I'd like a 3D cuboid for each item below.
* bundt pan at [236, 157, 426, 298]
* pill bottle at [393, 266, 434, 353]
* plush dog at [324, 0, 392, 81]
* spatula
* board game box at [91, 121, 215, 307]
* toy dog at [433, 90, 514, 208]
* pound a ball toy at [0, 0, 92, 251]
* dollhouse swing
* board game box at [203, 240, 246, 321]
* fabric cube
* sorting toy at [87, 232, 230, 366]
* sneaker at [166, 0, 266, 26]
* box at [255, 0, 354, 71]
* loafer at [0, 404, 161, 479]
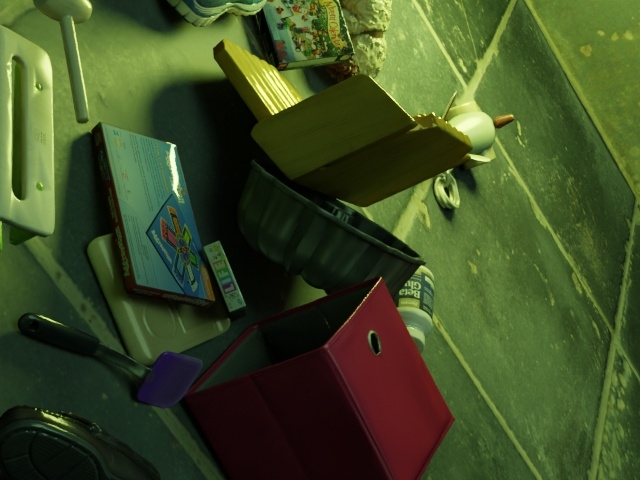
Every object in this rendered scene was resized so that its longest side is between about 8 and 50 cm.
[{"bbox_3d":[0.000,0.000,1.942,0.331,0.124,0.331,31,6,-4],"label":"bundt pan"},{"bbox_3d":[0.166,0.133,2.256,0.094,0.094,0.169,44,37,-34],"label":"pill bottle"},{"bbox_3d":[0.079,-0.431,2.445,0.262,0.210,0.225,-24,114,-60],"label":"plush dog"},{"bbox_3d":[-0.278,0.154,1.587,0.296,0.084,0.030,29,4,-38],"label":"spatula"},{"bbox_3d":[-0.243,-0.038,1.729,0.145,0.027,0.281,14,48,-43],"label":"board game box"},{"bbox_3d":[0.337,-0.238,2.718,0.220,0.161,0.334,57,31,-16],"label":"toy dog"},{"bbox_3d":[-0.390,-0.156,1.461,0.136,0.208,0.319,26,50,-49],"label":"pound a ball toy"},{"bbox_3d":[0.039,-0.244,2.045,0.347,0.315,0.305,16,52,-66],"label":"dollhouse swing"},{"bbox_3d":[-0.142,0.063,1.795,0.154,0.026,0.103,104,-37,-80],"label":"board game box"},{"bbox_3d":[0.006,0.246,1.761,0.258,0.259,0.254,63,29,-9],"label":"fabric cube"},{"bbox_3d":[-0.234,0.071,1.730,0.208,0.038,0.193,-21,87,-56],"label":"sorting toy"},{"bbox_3d":[-0.144,-0.479,2.112,0.130,0.147,0.330,46,31,-2],"label":"sneaker"},{"bbox_3d":[-0.044,-0.445,2.289,0.159,0.044,0.233,-12,78,-22],"label":"box"},{"bbox_3d":[-0.288,0.274,1.457,0.302,0.109,0.095,46,16,-41],"label":"loafer"}]
